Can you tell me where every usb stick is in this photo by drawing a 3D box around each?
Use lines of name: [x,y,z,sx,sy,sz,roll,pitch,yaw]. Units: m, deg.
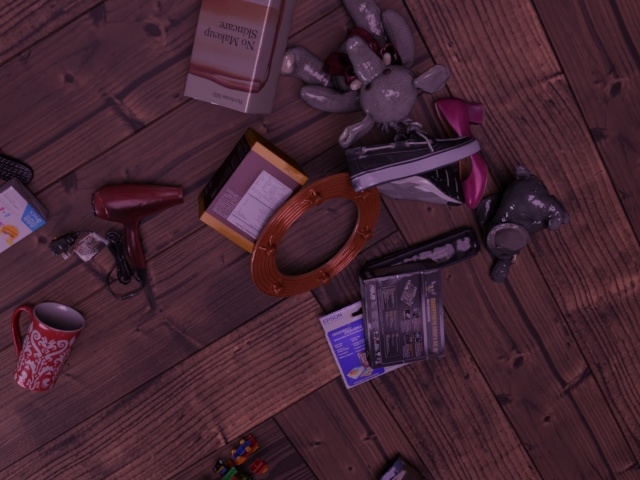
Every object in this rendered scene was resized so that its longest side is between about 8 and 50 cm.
usb stick: [0.238,0.045,1.643,0.278,0.045,0.077,-20,102,-2]

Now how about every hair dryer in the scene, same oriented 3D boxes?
hair dryer: [-0.412,-0.026,1.518,0.293,0.080,0.224,-41,124,10]

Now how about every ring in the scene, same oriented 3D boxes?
ring: [0.000,0.000,1.491,0.337,0.032,0.336,-29,146,-22]

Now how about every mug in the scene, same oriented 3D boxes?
mug: [-0.611,0.227,1.547,0.113,0.150,0.169,7,114,-49]

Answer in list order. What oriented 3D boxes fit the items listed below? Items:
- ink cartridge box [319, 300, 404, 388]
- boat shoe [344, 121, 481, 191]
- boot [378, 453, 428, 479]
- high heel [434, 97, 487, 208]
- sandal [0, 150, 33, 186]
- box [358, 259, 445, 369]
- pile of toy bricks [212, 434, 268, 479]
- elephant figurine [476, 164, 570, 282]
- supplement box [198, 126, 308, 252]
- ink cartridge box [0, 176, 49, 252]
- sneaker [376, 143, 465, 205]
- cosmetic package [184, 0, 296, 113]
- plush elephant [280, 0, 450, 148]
ink cartridge box: [0.122,0.226,1.678,0.207,0.045,0.208,-22,110,-3]
boat shoe: [0.189,-0.186,1.436,0.307,0.113,0.104,-17,91,-17]
boot: [0.167,0.650,1.812,0.219,0.082,0.106,-40,87,8]
high heel: [0.303,-0.193,1.544,0.117,0.082,0.243,1,95,-19]
sandal: [-0.682,-0.168,1.440,0.179,0.040,0.067,30,106,-31]
box: [0.190,0.172,1.620,0.183,0.056,0.230,-10,109,-8]
pile of toy bricks: [-0.201,0.594,1.718,0.212,0.118,0.105,-48,140,-2]
elephant figurine: [0.432,-0.029,1.604,0.239,0.169,0.186,-40,80,20]
supplement box: [-0.147,-0.109,1.457,0.129,0.191,0.194,35,98,-18]
ink cartridge box: [-0.675,-0.036,1.454,0.181,0.061,0.104,-33,120,3]
sneaker: [0.206,-0.133,1.569,0.272,0.100,0.108,15,142,-22]
cosmetic package: [-0.152,-0.410,1.374,0.153,0.129,0.296,17,105,15]
plush elephant: [0.099,-0.329,1.396,0.272,0.255,0.330,-39,109,4]
